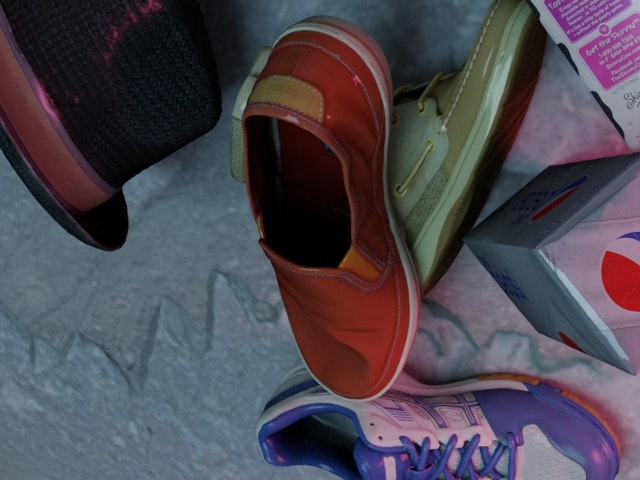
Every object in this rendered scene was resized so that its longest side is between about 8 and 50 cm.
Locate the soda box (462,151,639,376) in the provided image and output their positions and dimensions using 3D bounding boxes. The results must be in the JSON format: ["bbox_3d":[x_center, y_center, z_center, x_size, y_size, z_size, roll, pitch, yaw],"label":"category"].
[{"bbox_3d":[0.174,0.010,0.947,0.091,0.286,0.098,-39,93,-1],"label":"soda box"}]

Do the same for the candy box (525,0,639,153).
[{"bbox_3d":[0.203,-0.153,0.912,0.071,0.159,0.233,-33,97,36],"label":"candy box"}]

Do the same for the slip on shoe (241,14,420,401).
[{"bbox_3d":[0.000,0.000,1.045,0.123,0.101,0.331,17,136,24],"label":"slip on shoe"}]

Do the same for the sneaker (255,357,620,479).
[{"bbox_3d":[0.088,0.173,1.177,0.296,0.131,0.112,7,117,26],"label":"sneaker"}]

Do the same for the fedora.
[{"bbox_3d":[-0.174,-0.166,1.099,0.152,0.334,0.334,-23,104,6],"label":"fedora"}]

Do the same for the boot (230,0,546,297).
[{"bbox_3d":[0.042,-0.102,1.078,0.203,0.095,0.262,32,133,13],"label":"boot"}]
